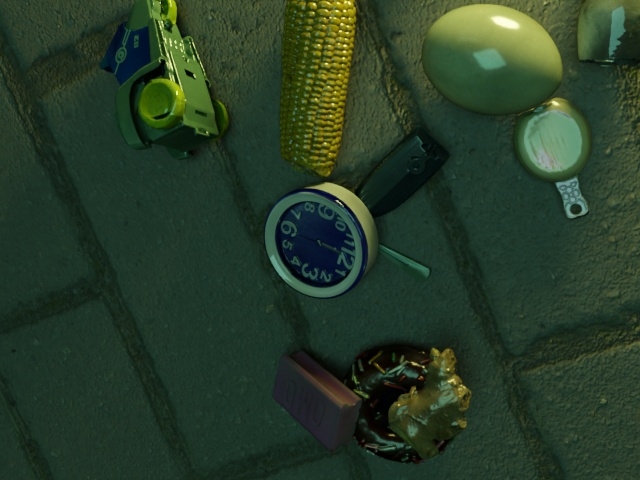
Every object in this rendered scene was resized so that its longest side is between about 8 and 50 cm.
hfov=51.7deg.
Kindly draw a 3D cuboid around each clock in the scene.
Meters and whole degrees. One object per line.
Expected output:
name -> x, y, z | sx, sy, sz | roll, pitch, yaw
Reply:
clock -> 0.000, 0.000, 1.335 | 0.231, 0.083, 0.230 | 9, 112, 24

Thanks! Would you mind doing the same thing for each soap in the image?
soap -> -0.011, 0.331, 1.382 | 0.203, 0.066, 0.122 | 31, 117, 41

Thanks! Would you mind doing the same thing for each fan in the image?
fan -> 0.140, 0.027, 1.367 | 0.193, 0.016, 0.038 | 31, 108, 6

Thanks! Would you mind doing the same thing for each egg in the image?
egg -> 0.301, -0.317, 1.172 | 0.253, 0.186, 0.186 | 22, 105, 12

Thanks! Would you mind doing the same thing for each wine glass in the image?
wine glass -> 0.513, -0.425, 1.134 | 0.127, 0.126, 0.241 | 7, 103, 12

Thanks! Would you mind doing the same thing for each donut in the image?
donut -> 0.166, 0.343, 1.377 | 0.270, 0.103, 0.269 | 2, 101, 11

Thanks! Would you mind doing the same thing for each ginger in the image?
ginger -> 0.223, 0.315, 1.271 | 0.137, 0.074, 0.213 | 34, 100, 3

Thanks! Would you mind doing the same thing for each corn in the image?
corn -> -0.012, -0.314, 1.275 | 0.144, 0.144, 0.387 | 8, 101, 12

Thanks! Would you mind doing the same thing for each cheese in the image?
cheese -> 0.446, -0.147, 1.234 | 0.137, 0.064, 0.227 | -20, 94, 20

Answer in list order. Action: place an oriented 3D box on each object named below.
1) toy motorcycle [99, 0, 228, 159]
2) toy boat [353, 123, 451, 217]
toy motorcycle -> -0.341, -0.330, 1.344 | 0.200, 0.191, 0.326 | -24, 79, 20
toy boat -> 0.147, -0.123, 1.307 | 0.093, 0.103, 0.246 | 40, 121, -10
